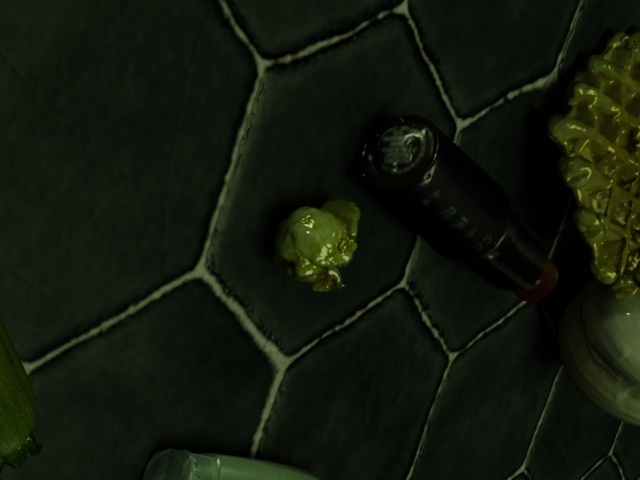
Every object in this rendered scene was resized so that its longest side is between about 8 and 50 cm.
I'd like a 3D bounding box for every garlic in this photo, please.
[{"bbox_3d":[0.369,0.121,1.180,0.184,0.203,0.281,-34,156,13],"label":"garlic"}]

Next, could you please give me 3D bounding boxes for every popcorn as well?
[{"bbox_3d":[0.001,-0.001,0.794,0.083,0.059,0.068,-51,141,-29],"label":"popcorn"}]

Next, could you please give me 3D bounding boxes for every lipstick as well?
[{"bbox_3d":[0.133,-0.015,0.919,0.299,0.081,0.081,33,85,-51],"label":"lipstick"}]

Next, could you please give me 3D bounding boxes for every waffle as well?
[{"bbox_3d":[0.319,-0.085,1.071,0.261,0.056,0.250,-35,110,-36],"label":"waffle"}]

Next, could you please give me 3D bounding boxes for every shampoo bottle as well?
[{"bbox_3d":[-0.058,0.208,0.851,0.072,0.049,0.212,-58,143,-1],"label":"shampoo bottle"}]

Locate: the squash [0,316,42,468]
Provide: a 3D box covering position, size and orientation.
[{"bbox_3d":[-0.206,0.036,0.571,0.069,0.069,0.258,-33,132,-34],"label":"squash"}]
